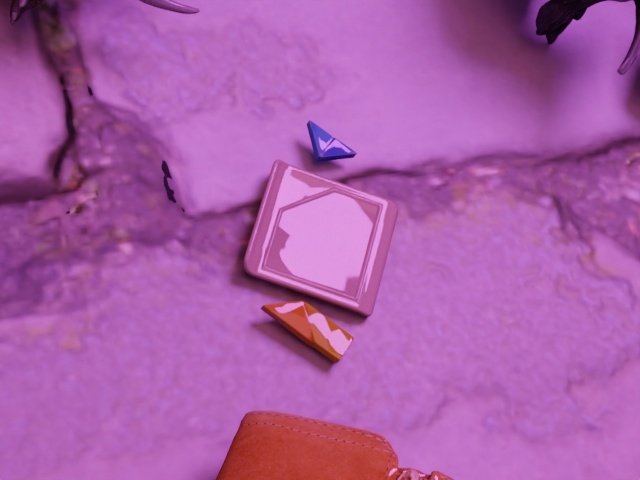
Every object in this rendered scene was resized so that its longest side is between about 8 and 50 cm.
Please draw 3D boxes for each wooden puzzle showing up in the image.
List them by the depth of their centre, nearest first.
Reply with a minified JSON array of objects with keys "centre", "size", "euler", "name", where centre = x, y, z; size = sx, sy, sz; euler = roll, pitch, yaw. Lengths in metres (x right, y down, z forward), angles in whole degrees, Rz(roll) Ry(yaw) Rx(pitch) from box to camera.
[{"centre":[0.000,0.000,0.683],"size":[0.078,0.014,0.116],"euler":[28,62,-8],"name":"wooden puzzle"}]

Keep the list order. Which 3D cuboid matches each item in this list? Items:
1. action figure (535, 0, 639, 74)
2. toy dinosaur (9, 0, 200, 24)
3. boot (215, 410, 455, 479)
[{"centre":[0.148,-0.228,0.752],"size":[0.141,0.164,0.276],"euler":[-20,68,-19],"name":"action figure"},{"centre":[-0.211,-0.210,0.658],"size":[0.313,0.160,0.121],"euler":[40,86,17],"name":"toy dinosaur"},{"centre":[-0.055,0.167,0.550],"size":[0.295,0.104,0.211],"euler":[17,57,-14],"name":"boot"}]
